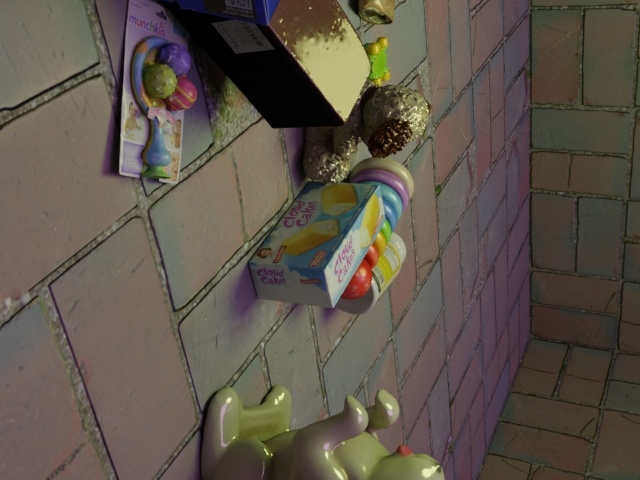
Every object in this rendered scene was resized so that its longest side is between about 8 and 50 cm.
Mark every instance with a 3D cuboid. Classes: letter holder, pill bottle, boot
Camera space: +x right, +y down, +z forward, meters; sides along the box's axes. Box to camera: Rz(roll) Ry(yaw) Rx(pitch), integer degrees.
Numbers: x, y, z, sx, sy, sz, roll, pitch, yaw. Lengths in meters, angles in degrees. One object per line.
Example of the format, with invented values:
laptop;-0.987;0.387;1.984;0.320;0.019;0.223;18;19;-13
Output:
letter holder;-0.055;-0.339;1.150;0.302;0.152;0.214;47;60;-40
pill bottle;0.105;0.062;1.742;0.208;0.119;0.119;-43;134;-54
boot;0.114;-0.599;1.628;0.236;0.089;0.270;3;95;-64

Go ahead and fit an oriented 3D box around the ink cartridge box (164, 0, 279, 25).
ink cartridge box;-0.138;-0.408;0.901;0.151;0.270;0.396;84;24;-61

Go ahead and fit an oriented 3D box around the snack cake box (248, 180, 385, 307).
snack cake box;0.000;0.000;1.466;0.264;0.152;0.089;-57;144;-44

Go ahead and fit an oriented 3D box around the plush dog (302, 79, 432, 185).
plush dog;0.096;-0.239;1.517;0.262;0.225;0.211;-53;142;-46

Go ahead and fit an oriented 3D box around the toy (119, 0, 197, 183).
toy;-0.207;-0.199;1.089;0.137;0.056;0.237;5;92;-66

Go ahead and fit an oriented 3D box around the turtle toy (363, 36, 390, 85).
turtle toy;0.098;-0.368;1.676;0.130;0.066;0.095;-46;136;-51

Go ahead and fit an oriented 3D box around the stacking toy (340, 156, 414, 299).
stacking toy;0.091;-0.019;1.622;0.330;0.141;0.141;-69;152;-42

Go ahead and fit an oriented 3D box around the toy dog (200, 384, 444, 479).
toy dog;0.024;0.431;1.327;0.284;0.407;0.396;37;63;-61
